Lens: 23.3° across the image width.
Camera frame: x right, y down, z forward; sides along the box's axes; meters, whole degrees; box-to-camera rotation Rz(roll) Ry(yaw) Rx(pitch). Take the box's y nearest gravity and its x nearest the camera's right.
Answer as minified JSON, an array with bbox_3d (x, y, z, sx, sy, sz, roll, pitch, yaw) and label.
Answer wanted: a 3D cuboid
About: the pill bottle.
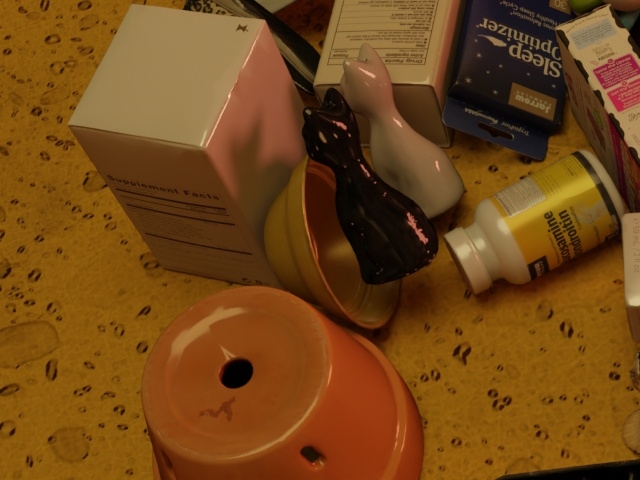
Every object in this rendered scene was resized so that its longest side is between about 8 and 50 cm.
[{"bbox_3d":[0.232,-0.015,1.688,0.184,0.103,0.103,-28,53,0],"label":"pill bottle"}]

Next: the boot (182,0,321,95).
[{"bbox_3d":[-0.110,-0.203,1.922,0.236,0.085,0.179,42,106,25],"label":"boot"}]

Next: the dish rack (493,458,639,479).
[{"bbox_3d":[0.242,0.346,1.428,0.208,0.074,0.271,-15,52,38],"label":"dish rack"}]

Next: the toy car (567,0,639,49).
[{"bbox_3d":[0.381,-0.278,1.800,0.182,0.159,0.136,-18,93,-10],"label":"toy car"}]

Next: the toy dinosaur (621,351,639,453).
[{"bbox_3d":[0.345,0.194,1.555,0.092,0.053,0.183,-14,45,28],"label":"toy dinosaur"}]

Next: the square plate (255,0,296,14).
[{"bbox_3d":[-0.004,-0.452,1.986,0.344,0.049,0.347,-22,45,46],"label":"square plate"}]

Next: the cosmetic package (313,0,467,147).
[{"bbox_3d":[0.103,-0.268,1.884,0.153,0.129,0.296,4,59,19],"label":"cosmetic package"}]

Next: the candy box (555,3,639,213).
[{"bbox_3d":[0.341,-0.120,1.687,0.071,0.159,0.233,-24,54,0],"label":"candy box"}]

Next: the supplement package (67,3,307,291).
[{"bbox_3d":[-0.125,-0.101,1.748,0.175,0.293,0.177,11,61,24],"label":"supplement package"}]

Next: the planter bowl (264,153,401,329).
[{"bbox_3d":[0.000,0.000,1.703,0.090,0.217,0.217,-15,53,28],"label":"planter bowl"}]

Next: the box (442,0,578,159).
[{"bbox_3d":[0.226,-0.212,1.822,0.136,0.036,0.225,19,61,-11],"label":"box"}]

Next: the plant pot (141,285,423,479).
[{"bbox_3d":[-0.055,0.180,1.595,0.291,0.203,0.291,-9,55,12],"label":"plant pot"}]

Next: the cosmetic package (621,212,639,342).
[{"bbox_3d":[0.422,0.030,1.550,0.231,0.085,0.117,-6,57,15],"label":"cosmetic package"}]

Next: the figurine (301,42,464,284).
[{"bbox_3d":[0.062,-0.094,1.684,0.092,0.209,0.215,-20,21,28],"label":"figurine"}]
